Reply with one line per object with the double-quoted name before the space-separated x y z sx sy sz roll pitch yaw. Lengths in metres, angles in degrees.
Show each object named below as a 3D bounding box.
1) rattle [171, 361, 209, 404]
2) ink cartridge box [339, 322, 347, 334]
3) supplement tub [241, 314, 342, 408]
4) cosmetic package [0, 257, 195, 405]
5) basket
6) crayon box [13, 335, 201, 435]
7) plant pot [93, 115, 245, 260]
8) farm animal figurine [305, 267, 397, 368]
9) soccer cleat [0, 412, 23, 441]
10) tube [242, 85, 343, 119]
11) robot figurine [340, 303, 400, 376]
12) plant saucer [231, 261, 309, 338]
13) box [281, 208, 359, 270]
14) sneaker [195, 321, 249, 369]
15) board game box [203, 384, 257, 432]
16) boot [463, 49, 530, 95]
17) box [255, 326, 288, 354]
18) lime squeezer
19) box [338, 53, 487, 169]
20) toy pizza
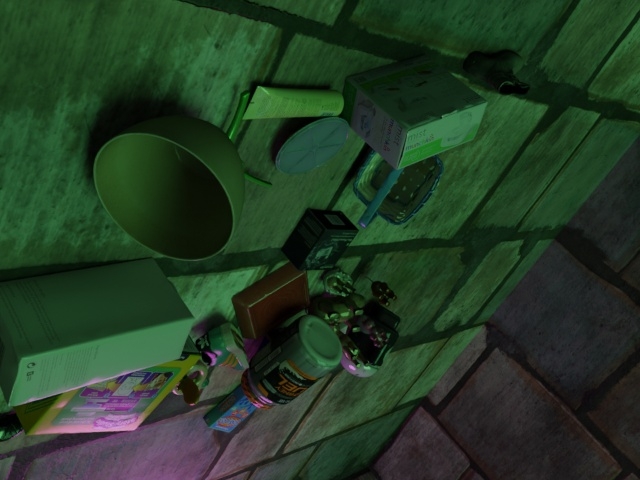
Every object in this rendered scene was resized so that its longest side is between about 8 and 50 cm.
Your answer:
"rattle" -0.367 0.460 2.028 0.130 0.143 0.199 -50 149 -24
"ink cartridge box" 0.030 0.353 2.424 0.109 0.063 0.150 -24 147 -28
"supplement tub" -0.098 0.392 2.096 0.316 0.193 0.194 -43 153 28
"cosmetic package" -0.496 0.181 1.425 0.385 0.217 0.156 -7 135 -43
"basket" 0.207 -0.168 1.765 0.254 0.201 0.289 -56 170 25
"crayon box" -0.539 0.359 1.717 0.313 0.106 0.363 -47 150 12
"plant pot" -0.260 -0.128 1.281 0.191 0.284 0.284 -63 172 -47
"farm animal figurine" 0.086 0.254 2.257 0.327 0.172 0.330 14 107 -35
"soccer cleat" -0.792 0.454 1.592 0.179 0.060 0.072 -16 141 -33
"tube" -0.056 -0.305 1.461 0.240 0.062 0.070 -11 106 -38
"robot figurine" 0.189 0.384 2.511 0.278 0.174 0.209 -58 157 -1
"plant saucer" -0.134 0.188 2.029 0.259 0.047 0.258 -32 149 -18
"box" 0.000 0.000 1.892 0.156 0.093 0.158 1 131 -50
"sneaker" -0.294 0.326 1.984 0.121 0.108 0.302 -17 153 -3
"board game box" -0.297 0.595 2.375 0.210 0.047 0.160 -42 151 2
"boot" 0.520 -0.451 1.837 0.247 0.161 0.083 -14 141 -40
"box" -0.166 0.389 2.270 0.136 0.036 0.225 -9 138 -44
"lime squeezer" -0.182 -0.194 1.465 0.110 0.059 0.310 -47 153 -22
"box" 0.221 -0.317 1.592 0.262 0.231 0.126 -24 146 -30
"toy pizza" -0.022 -0.232 1.593 0.201 0.032 0.201 -26 158 -11
